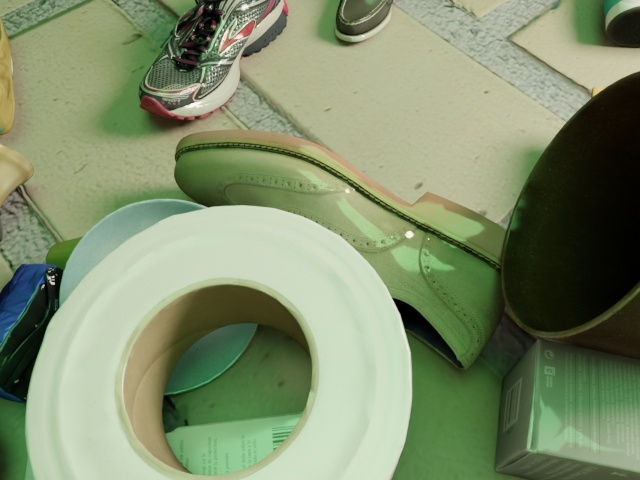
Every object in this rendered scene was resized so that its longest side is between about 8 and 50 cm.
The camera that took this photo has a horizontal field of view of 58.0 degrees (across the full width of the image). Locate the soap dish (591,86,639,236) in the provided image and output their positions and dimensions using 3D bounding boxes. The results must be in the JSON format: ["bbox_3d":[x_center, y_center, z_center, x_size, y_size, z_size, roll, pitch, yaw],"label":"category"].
[{"bbox_3d":[0.435,-0.047,0.623,0.290,0.118,0.229,10,60,6],"label":"soap dish"}]

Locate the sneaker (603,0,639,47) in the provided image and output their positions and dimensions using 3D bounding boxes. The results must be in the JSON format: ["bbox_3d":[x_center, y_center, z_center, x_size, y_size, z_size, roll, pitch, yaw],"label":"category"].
[{"bbox_3d":[0.548,-0.370,0.818,0.295,0.124,0.179,1,69,3],"label":"sneaker"}]

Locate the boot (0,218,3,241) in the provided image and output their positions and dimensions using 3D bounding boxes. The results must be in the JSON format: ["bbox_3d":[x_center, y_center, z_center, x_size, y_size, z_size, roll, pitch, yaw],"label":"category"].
[{"bbox_3d":[-0.515,-0.066,0.575,0.367,0.146,0.445,-42,61,11],"label":"boot"}]

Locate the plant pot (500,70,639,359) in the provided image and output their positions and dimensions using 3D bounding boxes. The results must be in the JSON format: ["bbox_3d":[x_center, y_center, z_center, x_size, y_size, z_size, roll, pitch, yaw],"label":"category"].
[{"bbox_3d":[0.303,0.014,0.455,0.230,0.215,0.216,23,60,-9],"label":"plant pot"}]

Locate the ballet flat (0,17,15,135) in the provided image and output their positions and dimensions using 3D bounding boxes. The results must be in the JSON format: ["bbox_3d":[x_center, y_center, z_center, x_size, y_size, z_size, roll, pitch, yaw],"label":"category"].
[{"bbox_3d":[-0.451,-0.227,0.778,0.080,0.073,0.232,-21,54,-1],"label":"ballet flat"}]

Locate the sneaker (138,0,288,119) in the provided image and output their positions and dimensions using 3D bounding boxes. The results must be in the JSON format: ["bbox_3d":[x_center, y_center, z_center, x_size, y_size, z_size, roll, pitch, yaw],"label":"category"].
[{"bbox_3d":[-0.150,-0.284,0.781,0.120,0.112,0.299,22,63,14],"label":"sneaker"}]

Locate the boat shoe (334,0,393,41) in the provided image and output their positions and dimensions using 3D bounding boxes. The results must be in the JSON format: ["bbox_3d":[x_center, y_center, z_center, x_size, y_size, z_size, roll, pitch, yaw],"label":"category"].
[{"bbox_3d":[0.084,-0.389,0.863,0.081,0.069,0.228,23,62,14],"label":"boat shoe"}]

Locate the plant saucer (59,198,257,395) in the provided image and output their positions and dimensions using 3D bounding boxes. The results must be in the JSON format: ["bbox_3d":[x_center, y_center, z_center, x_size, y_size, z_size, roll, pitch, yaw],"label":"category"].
[{"bbox_3d":[-0.156,0.056,0.583,0.194,0.037,0.195,-1,92,-18],"label":"plant saucer"}]

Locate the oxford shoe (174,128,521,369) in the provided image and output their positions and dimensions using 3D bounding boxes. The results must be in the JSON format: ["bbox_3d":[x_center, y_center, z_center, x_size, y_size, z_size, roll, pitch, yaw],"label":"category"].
[{"bbox_3d":[0.000,0.000,0.596,0.396,0.140,0.147,21,71,17],"label":"oxford shoe"}]

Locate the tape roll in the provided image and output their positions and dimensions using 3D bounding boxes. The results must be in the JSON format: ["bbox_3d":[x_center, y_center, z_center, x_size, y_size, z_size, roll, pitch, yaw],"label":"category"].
[{"bbox_3d":[-0.070,0.118,0.456,0.285,0.100,0.286,-2,63,3],"label":"tape roll"}]

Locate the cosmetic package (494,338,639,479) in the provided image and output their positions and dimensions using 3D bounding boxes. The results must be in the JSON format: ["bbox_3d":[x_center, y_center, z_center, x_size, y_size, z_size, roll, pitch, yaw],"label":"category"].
[{"bbox_3d":[0.284,0.168,0.494,0.237,0.127,0.107,12,62,10],"label":"cosmetic package"}]

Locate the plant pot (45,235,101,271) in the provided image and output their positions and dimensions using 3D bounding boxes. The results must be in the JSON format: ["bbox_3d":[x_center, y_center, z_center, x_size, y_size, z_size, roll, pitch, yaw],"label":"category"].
[{"bbox_3d":[-0.247,0.025,0.624,0.079,0.083,0.083,-3,58,14],"label":"plant pot"}]

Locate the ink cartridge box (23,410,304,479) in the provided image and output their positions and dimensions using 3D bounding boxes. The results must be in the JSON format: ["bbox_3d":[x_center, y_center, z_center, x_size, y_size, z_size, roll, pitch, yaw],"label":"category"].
[{"bbox_3d":[-0.109,0.302,0.455,0.260,0.066,0.297,-6,59,-1],"label":"ink cartridge box"}]

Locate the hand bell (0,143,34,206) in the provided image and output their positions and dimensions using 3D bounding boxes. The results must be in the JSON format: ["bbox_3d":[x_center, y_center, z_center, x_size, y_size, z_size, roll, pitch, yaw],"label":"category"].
[{"bbox_3d":[-0.403,0.019,0.624,0.126,0.126,0.242,1,71,2],"label":"hand bell"}]

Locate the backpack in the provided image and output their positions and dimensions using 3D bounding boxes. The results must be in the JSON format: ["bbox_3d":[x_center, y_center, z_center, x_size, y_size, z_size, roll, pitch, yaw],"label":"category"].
[{"bbox_3d":[-0.283,0.097,0.568,0.101,0.098,0.120,-4,54,33],"label":"backpack"}]
